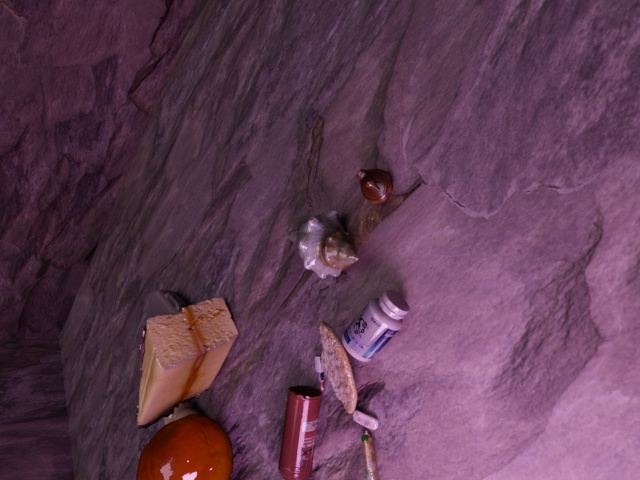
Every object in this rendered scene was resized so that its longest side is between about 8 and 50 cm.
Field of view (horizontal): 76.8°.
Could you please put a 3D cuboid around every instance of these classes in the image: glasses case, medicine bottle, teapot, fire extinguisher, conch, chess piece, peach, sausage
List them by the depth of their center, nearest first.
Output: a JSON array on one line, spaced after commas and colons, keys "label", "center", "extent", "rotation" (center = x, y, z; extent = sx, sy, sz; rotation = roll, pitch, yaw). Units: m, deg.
[{"label": "sausage", "center": [0.139, 0.646, 1.063], "extent": [0.032, 0.032, 0.269], "rotation": [-22, 66, 40]}, {"label": "medicine bottle", "center": [0.149, 0.227, 1.086], "extent": [0.192, 0.107, 0.107], "rotation": [-54, 49, 23]}, {"label": "glasses case", "center": [0.124, 0.495, 1.117], "extent": [0.083, 0.021, 0.032], "rotation": [5, 88, 45]}, {"label": "teapot", "center": [0.154, -0.165, 1.182], "extent": [0.098, 0.078, 0.129], "rotation": [-56, 48, 21]}, {"label": "fire extinguisher", "center": [-0.056, 0.624, 1.207], "extent": [0.147, 0.106, 0.337], "rotation": [0, 82, 57]}, {"label": "conch", "center": [-0.006, -0.007, 1.256], "extent": [0.386, 0.169, 0.203], "rotation": [31, 78, 42]}, {"label": "peach", "center": [-0.491, 0.802, 1.459], "extent": [0.342, 0.342, 0.302], "rotation": [-42, 68, 31]}, {"label": "chess piece", "center": [-0.619, 0.740, 1.727], "extent": [0.299, 0.167, 0.167], "rotation": [20, 96, 41]}, {"label": "medicine bottle", "center": [-0.705, 0.403, 1.896], "extent": [0.375, 0.122, 0.283], "rotation": [28, 103, 45]}]

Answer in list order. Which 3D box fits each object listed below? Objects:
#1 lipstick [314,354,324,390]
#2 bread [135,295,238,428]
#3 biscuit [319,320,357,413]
[{"label": "lipstick", "center": [0.001, 0.413, 1.256], "extent": [0.025, 0.025, 0.107], "rotation": [-13, 77, 43]}, {"label": "bread", "center": [-0.550, 0.471, 1.600], "extent": [0.242, 0.345, 0.405], "rotation": [46, 122, 32]}, {"label": "biscuit", "center": [0.047, 0.362, 1.161], "extent": [0.188, 0.040, 0.266], "rotation": [-25, 81, 68]}]
